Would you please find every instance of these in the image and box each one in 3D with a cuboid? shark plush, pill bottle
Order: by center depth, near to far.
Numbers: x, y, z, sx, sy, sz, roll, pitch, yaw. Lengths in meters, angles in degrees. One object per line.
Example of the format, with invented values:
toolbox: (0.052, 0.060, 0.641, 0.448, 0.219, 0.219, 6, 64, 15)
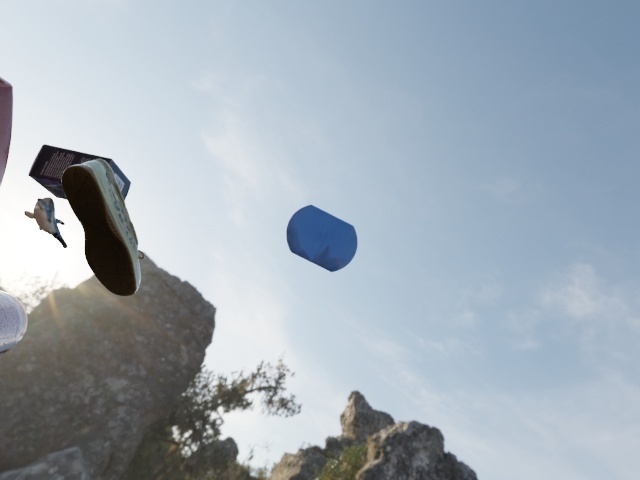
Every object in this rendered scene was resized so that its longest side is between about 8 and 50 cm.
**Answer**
shark plush: (-0.737, -0.055, 1.133, 0.161, 0.067, 0.073, 46, -74, 9)
pill bottle: (-1.025, 0.249, 1.152, 0.224, 0.224, 0.392, 45, -17, -7)

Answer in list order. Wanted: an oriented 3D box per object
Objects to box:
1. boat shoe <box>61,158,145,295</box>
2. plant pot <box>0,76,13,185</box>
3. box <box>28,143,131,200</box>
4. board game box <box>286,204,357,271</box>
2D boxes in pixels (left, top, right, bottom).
boat shoe: (-0.422, -0.022, 0.835, 0.105, 0.089, 0.284, -1, -67, 9)
plant pot: (-0.731, -0.235, 0.725, 0.267, 0.267, 0.235, 36, -77, -13)
box: (-0.701, -0.182, 1.208, 0.207, 0.108, 0.153, 11, -19, 1)
board game box: (0.000, 0.000, 0.941, 0.169, 0.133, 0.033, 26, -27, -5)
